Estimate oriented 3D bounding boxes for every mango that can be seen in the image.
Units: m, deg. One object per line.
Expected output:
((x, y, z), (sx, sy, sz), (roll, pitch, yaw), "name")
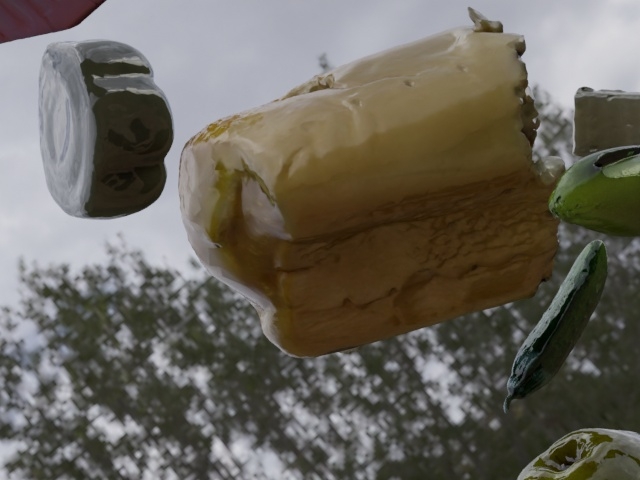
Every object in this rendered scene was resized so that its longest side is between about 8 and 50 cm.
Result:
((0.268, -0.039, 1.109), (0.165, 0.074, 0.091), (-12, -25, -39), "mango")

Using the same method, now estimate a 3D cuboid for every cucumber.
((0.296, 0.111, 1.556), (0.250, 0.056, 0.056), (-57, -23, -8), "cucumber")

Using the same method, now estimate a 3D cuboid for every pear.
((0.347, 0.362, 1.405), (0.252, 0.307, 0.253), (-28, 1, 0), "pear")

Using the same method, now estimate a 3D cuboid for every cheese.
((0.471, -0.118, 1.365), (0.034, 0.400, 0.085), (-17, -68, -63), "cheese")

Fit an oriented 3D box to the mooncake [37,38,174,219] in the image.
((-0.311, -0.158, 1.775), (0.135, 0.275, 0.275), (-8, -40, -33), "mooncake")

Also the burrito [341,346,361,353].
((0.000, 0.001, 1.736), (0.105, 0.299, 0.143), (-19, 9, 8), "burrito")

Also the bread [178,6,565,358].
((0.042, -0.065, 1.369), (0.394, 0.250, 0.361), (-16, -38, -4), "bread")

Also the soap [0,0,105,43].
((-0.359, -0.362, 1.568), (0.323, 0.109, 0.193), (-32, -57, 29), "soap")
